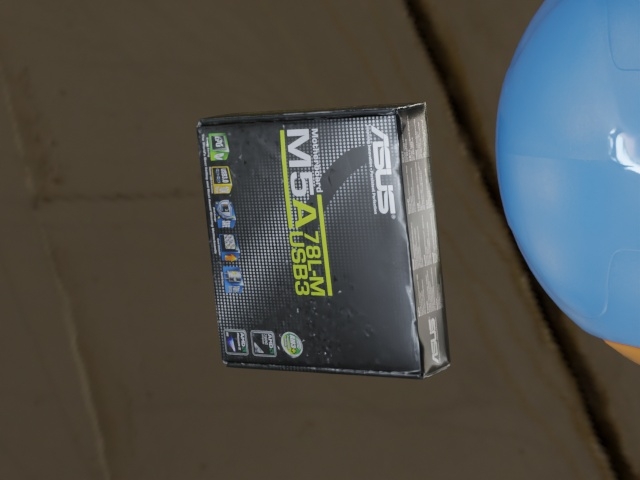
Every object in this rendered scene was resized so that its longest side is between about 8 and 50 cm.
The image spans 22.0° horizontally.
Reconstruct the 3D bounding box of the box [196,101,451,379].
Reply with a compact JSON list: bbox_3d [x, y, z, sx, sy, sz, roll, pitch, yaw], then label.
[{"bbox_3d":[0.000,0.000,1.180,0.184,0.190,0.045,2,-169,40],"label":"box"}]

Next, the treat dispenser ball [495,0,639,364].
[{"bbox_3d":[0.247,-0.056,0.970,0.288,0.288,0.288,12,-139,-10],"label":"treat dispenser ball"}]
